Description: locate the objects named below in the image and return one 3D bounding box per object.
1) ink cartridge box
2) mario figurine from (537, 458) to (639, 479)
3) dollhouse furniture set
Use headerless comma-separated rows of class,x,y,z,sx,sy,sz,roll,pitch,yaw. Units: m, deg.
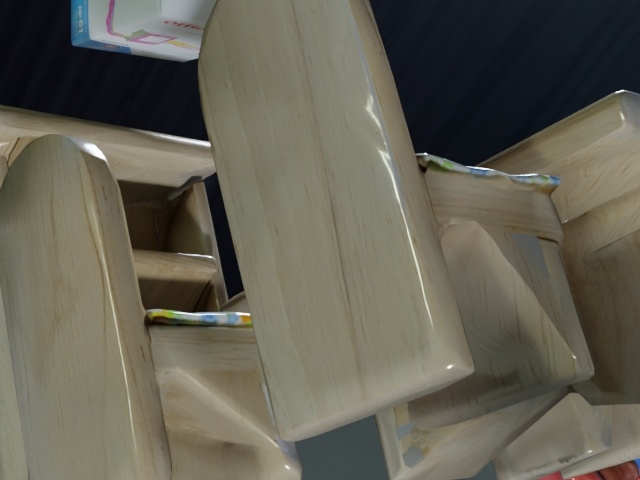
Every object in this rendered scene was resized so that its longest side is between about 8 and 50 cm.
ink cartridge box,-0.093,-0.151,0.789,0.088,0.122,0.052,3,86,-36
mario figurine,0.286,0.205,1.218,0.320,0.170,0.198,-32,37,-22
dollhouse furniture set,0.000,0.000,0.603,0.362,0.394,0.257,6,64,-46
